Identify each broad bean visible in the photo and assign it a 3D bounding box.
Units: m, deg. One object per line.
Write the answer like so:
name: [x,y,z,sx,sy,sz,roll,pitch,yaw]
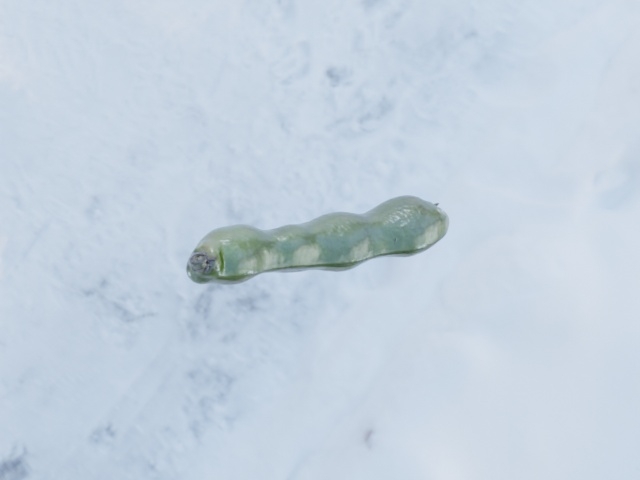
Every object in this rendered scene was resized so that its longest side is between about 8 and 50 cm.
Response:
broad bean: [0.000,0.000,0.838,0.256,0.053,0.052,-9,78,-37]
